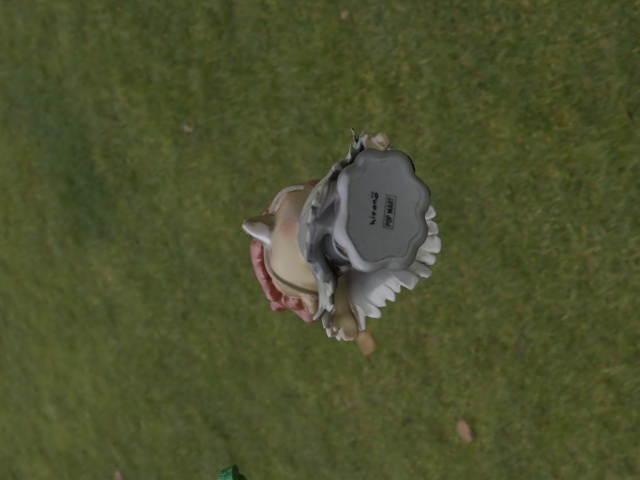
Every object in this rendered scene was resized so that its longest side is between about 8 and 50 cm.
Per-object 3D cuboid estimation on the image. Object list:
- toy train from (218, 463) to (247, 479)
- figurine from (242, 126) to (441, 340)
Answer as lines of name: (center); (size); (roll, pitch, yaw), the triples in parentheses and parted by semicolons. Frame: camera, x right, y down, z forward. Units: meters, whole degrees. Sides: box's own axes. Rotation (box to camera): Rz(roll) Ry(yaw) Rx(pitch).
toy train: (-0.164, 0.394, 1.631); (0.178, 0.071, 0.104); (-27, 110, 12)
figurine: (0.000, 0.000, 1.166); (0.387, 0.166, 0.207); (156, 121, -71)
